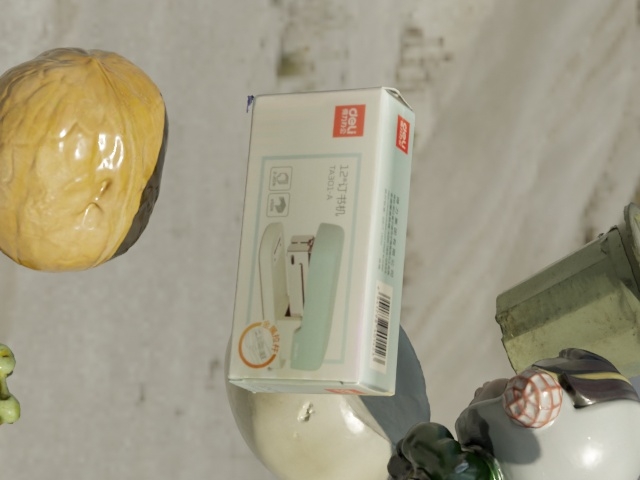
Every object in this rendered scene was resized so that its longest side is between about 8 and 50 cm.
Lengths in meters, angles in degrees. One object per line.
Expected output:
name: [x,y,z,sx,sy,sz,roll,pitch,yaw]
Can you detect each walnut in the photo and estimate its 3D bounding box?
walnut: [-0.241,-0.077,1.524,0.193,0.193,0.226,-88,-172,-54]

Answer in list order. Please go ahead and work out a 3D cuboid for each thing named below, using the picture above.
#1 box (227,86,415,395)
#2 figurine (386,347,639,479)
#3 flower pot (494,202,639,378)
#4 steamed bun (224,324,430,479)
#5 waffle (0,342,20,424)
box: [0.000,0.000,1.405,0.079,0.135,0.269,28,65,-62]
figurine: [0.170,0.222,1.563,0.167,0.370,0.281,62,-20,19]
flower pot: [0.325,0.085,1.904,0.212,0.202,0.212,48,29,-38]
steamed bun: [-0.002,0.211,2.256,0.324,0.206,0.324,41,32,-33]
waffle: [-0.477,0.186,1.880,0.073,0.317,0.297,11,35,-51]
